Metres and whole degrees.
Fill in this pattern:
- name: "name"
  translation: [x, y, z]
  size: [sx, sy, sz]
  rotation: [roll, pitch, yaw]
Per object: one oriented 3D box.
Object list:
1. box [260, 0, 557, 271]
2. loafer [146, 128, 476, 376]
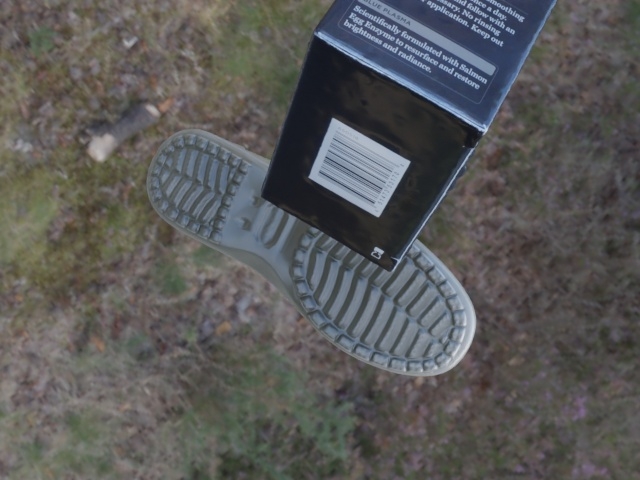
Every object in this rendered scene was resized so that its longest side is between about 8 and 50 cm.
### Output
- name: "box"
  translation: [0.053, -0.093, 0.530]
  size: [0.158, 0.093, 0.156]
  rotation: [-59, 178, -29]
- name: "loafer"
  translation: [0.000, 0.000, 0.736]
  size: [0.102, 0.268, 0.092]
  rotation: [-57, 171, 15]
